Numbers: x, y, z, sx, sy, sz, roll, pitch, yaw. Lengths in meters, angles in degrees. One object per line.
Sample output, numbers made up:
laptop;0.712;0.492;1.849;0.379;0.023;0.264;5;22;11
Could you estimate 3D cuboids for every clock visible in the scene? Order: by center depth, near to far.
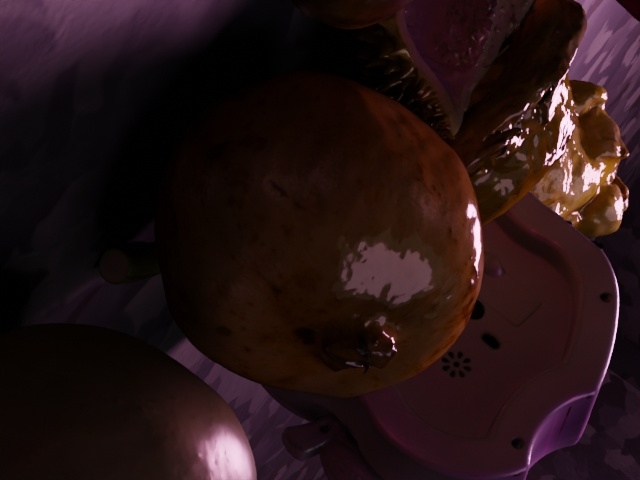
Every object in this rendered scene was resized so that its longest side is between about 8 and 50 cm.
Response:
clock;0.095;0.080;1.438;0.338;0.338;0.102;-45;161;-28

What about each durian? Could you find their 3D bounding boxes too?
durian;0.093;-0.175;1.248;0.165;0.132;0.182;-28;141;-83

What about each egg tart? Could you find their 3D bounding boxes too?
egg tart;0.121;-0.090;1.350;0.295;0.116;0.295;-35;-163;13

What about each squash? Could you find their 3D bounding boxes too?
squash;-0.133;0.016;1.188;0.027;0.027;0.083;-58;164;16

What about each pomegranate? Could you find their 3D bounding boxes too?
pomegranate;0.000;0.000;1.131;0.248;0.248;0.248;-49;165;-18

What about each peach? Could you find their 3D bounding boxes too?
peach;-0.181;0.197;1.021;0.292;0.247;0.292;-12;130;-14

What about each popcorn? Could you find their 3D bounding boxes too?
popcorn;0.204;-0.071;1.692;0.252;0.215;0.286;-33;174;12

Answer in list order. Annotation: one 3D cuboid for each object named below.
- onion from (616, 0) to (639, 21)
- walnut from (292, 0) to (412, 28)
onion;0.312;-0.293;1.231;0.345;0.358;0.358;-42;164;-11
walnut;0.052;-0.221;1.059;0.207;0.116;0.116;-47;164;-24
